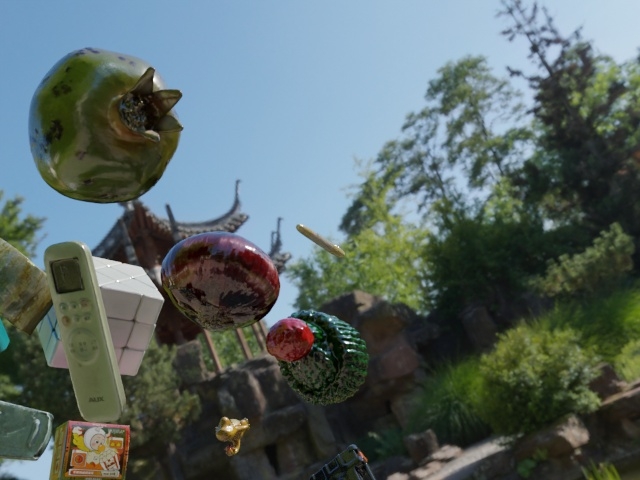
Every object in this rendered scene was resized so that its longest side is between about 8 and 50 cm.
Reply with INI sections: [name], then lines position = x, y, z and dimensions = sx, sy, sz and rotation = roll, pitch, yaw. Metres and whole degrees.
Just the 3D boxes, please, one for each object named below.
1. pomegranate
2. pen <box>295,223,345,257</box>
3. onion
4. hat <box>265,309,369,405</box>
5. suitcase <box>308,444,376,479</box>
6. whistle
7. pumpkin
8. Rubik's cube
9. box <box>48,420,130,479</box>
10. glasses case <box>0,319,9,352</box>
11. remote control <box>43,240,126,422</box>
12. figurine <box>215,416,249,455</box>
[pomegranate]
position = -0.386, -0.202, 1.155
dimensions = 0.291, 0.290, 0.323
rotation = -20, 14, -15
[pen]
position = 0.000, 0.000, 1.989
dimensions = 0.032, 0.040, 0.233
rotation = -52, -46, 5
[onion]
position = -0.224, 0.070, 1.485
dimensions = 0.273, 0.285, 0.273
rotation = 2, -44, 2
[hat]
position = -0.037, 0.305, 1.728
dimensions = 0.332, 0.274, 0.242
rotation = 31, -99, -60
[suitcase]
position = 0.087, 0.795, 2.018
dimensions = 0.206, 0.066, 0.285
rotation = -37, 28, 0
[whistle]
position = -0.964, 0.536, 1.844
dimensions = 0.405, 0.168, 0.188
rotation = -9, -35, 29
[pumpkin]
position = -0.993, 0.132, 2.076
dimensions = 0.199, 0.332, 0.332
rotation = -48, -5, -24
[Rubik's cube]
position = -0.787, 0.256, 2.288
dimensions = 0.319, 0.322, 0.316
rotation = 16, -78, -35
[box]
position = -0.714, 0.663, 1.998
dimensions = 0.195, 0.177, 0.148
rotation = 17, -33, -32
[glasses case]
position = -0.989, 0.190, 1.817
dimensions = 0.117, 0.301, 0.070
rotation = -11, 28, -5
[remote control]
position = -0.390, 0.152, 1.078
dimensions = 0.090, 0.309, 0.038
rotation = -8, 6, 19
[figurine]
position = -0.301, 0.651, 2.144
dimensions = 0.121, 0.122, 0.176
rotation = -6, -18, 9
